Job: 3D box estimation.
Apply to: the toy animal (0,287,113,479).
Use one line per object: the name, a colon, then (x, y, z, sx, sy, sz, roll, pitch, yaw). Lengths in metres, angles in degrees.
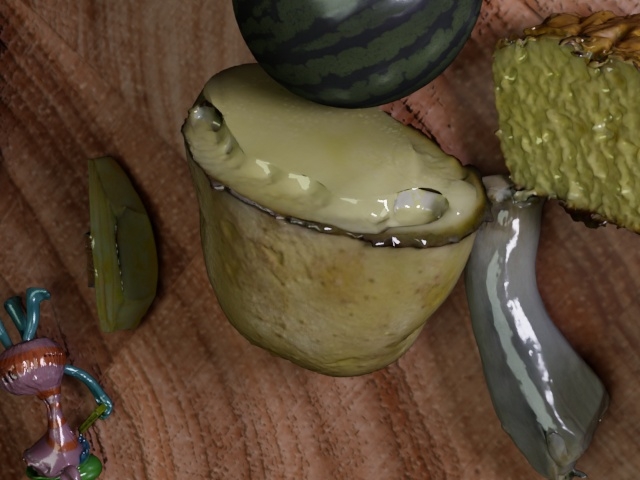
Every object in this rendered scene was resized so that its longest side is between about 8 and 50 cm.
toy animal: (-0.269, 0.150, 1.727, 0.103, 0.100, 0.208, -19, 91, -13)

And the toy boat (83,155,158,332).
toy boat: (-0.199, 0.005, 1.669, 0.066, 0.065, 0.172, 5, 102, 43)

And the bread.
bread: (0.260, -0.101, 1.378, 0.260, 0.147, 0.160, 19, 122, 56)

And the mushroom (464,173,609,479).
mushroom: (0.180, 0.078, 1.497, 0.096, 0.099, 0.278, -17, 91, 21)

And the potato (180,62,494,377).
potato: (0.000, 0.000, 1.499, 0.285, 0.242, 0.242, 22, 110, 14)

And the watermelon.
watermelon: (0.030, -0.211, 1.433, 0.212, 0.212, 0.212, 6, 104, 23)
